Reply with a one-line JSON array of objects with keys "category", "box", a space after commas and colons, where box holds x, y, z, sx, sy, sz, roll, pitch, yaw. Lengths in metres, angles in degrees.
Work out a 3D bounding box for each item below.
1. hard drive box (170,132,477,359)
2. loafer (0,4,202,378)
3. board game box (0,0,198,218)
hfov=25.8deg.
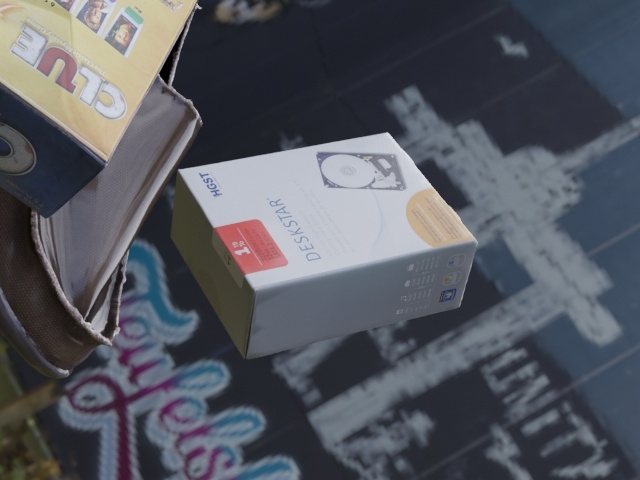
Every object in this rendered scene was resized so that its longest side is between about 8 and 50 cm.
[{"category": "hard drive box", "box": [0.000, 0.000, 1.323, 0.181, 0.232, 0.089, 54, -34, 39]}, {"category": "loafer", "box": [-0.156, -0.080, 0.977, 0.134, 0.130, 0.366, 54, 30, -52]}, {"category": "board game box", "box": [-0.143, -0.141, 0.439, 0.243, 0.165, 0.042, 38, -43, -18]}]
